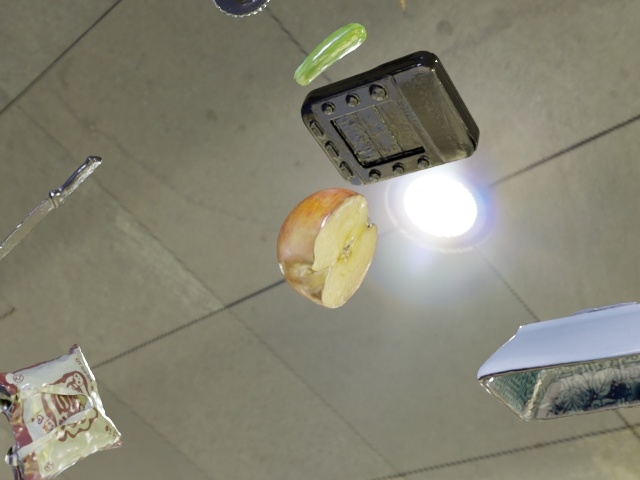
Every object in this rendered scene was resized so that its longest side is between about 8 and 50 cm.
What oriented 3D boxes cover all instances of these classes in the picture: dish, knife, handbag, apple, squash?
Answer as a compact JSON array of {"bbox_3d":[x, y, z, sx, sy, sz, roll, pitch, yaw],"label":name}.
[{"bbox_3d":[0.312,0.128,0.981,0.243,0.080,0.182,-14,149,24],"label":"dish"},{"bbox_3d":[-0.288,-0.028,0.912,0.010,0.170,0.023,36,168,27],"label":"knife"},{"bbox_3d":[-0.475,0.310,1.587,0.127,0.235,0.213,-21,88,32],"label":"handbag"},{"bbox_3d":[0.000,0.000,2.089,0.163,0.251,0.293,21,145,28],"label":"apple"},{"bbox_3d":[0.009,-0.187,0.886,0.027,0.089,0.027,49,171,11],"label":"squash"}]

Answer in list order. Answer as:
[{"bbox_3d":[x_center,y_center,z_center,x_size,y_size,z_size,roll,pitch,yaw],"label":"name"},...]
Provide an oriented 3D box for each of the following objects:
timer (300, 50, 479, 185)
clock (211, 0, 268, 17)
[{"bbox_3d":[0.081,-0.144,1.056,0.187,0.055,0.144,-13,131,33],"label":"timer"},{"bbox_3d":[-0.091,-0.295,1.021,0.074,0.083,0.010,23,168,-1],"label":"clock"}]
